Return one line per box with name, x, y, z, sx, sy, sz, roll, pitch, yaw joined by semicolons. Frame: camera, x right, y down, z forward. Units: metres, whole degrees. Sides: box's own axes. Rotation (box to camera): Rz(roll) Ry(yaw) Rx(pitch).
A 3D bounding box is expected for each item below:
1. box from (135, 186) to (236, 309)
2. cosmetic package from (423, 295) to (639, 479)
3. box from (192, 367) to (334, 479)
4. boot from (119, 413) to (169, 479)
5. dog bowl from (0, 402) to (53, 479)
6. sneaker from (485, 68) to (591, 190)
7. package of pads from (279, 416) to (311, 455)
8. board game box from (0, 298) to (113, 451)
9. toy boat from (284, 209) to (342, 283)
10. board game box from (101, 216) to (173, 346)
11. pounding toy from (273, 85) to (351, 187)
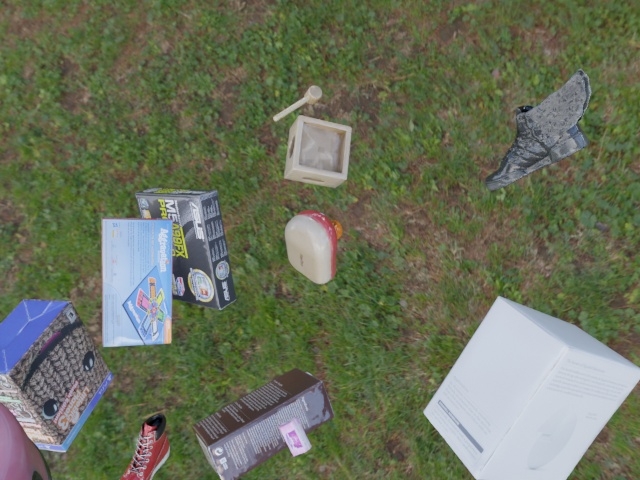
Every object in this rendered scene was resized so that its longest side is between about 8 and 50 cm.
box;-0.313;0.014;1.177;0.216;0.060;0.269;7;113;33
cosmetic package;0.321;0.231;0.771;0.224;0.224;0.138;-61;34;13
box;-0.172;0.549;1.537;0.382;0.191;0.143;-25;102;-25
boot;-0.496;0.600;1.376;0.089;0.244;0.176;14;122;10
dog bowl;-0.346;0.230;0.282;0.408;0.408;0.150;6;109;19
sneaker;0.275;-0.137;0.658;0.170;0.051;0.089;-28;91;45
package of pads;-0.062;0.481;1.242;0.050;0.032;0.083;-34;79;32
board game box;-0.676;0.327;1.238;0.141;0.290;0.232;1;37;14
toy boat;0.000;0.000;1.361;0.151;0.231;0.151;35;63;22
board game box;-0.399;0.091;1.105;0.145;0.027;0.281;1;98;-18
pounding toy;-0.030;-0.242;1.162;0.181;0.094;0.205;9;79;-16
